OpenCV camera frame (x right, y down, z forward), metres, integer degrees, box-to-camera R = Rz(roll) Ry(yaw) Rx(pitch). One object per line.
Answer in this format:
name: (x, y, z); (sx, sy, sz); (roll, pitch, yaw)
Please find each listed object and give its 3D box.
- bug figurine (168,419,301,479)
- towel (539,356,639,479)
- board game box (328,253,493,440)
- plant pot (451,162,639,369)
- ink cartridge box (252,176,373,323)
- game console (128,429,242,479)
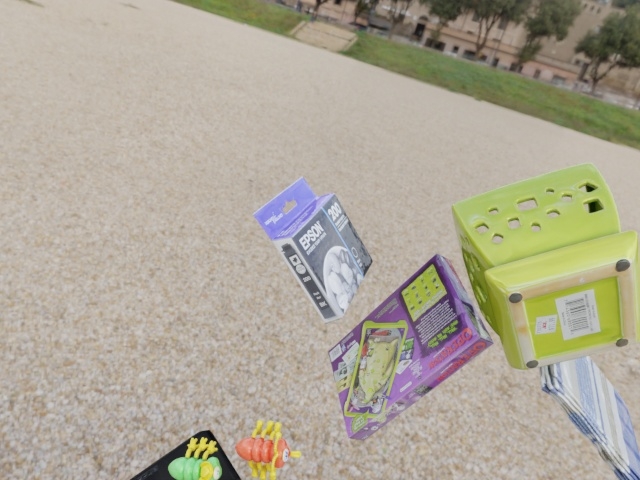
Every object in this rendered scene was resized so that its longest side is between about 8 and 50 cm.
bug figurine: (-0.141, 0.420, 0.768); (0.216, 0.279, 0.072); (-2, -20, 13)
towel: (0.476, 0.276, 0.897); (0.285, 0.034, 0.209); (47, 35, -11)
board game box: (0.155, 0.212, 0.987); (0.056, 0.347, 0.208); (27, 31, -28)
plant pot: (0.345, 0.050, 0.757); (0.227, 0.228, 0.207); (-17, 31, 13)
ink cartridge box: (0.000, 0.000, 0.845); (0.208, 0.045, 0.206); (57, 30, -10)
game console: (-0.208, 0.565, 0.949); (0.213, 0.044, 0.361); (-30, 70, -28)
